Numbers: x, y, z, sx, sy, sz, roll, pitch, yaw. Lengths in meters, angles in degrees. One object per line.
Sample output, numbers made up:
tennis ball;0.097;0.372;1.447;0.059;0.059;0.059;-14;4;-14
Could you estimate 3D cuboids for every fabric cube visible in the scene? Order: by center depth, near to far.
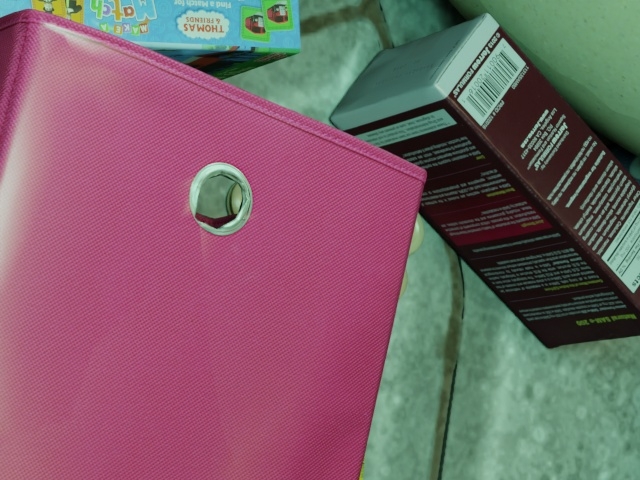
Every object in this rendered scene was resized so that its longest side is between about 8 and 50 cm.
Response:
fabric cube;-0.132;0.056;1.065;0.254;0.259;0.258;21;73;-28

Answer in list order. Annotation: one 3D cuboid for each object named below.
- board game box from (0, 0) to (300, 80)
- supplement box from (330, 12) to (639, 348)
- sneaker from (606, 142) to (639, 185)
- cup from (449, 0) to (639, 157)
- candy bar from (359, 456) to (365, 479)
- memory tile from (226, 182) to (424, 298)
board game box;-0.142;-0.116;1.140;0.211;0.160;0.039;0;85;-31
supplement box;0.134;-0.034;1.315;0.239;0.130;0.073;46;63;-19
sneaker;0.344;-0.037;1.433;0.319;0.131;0.112;-3;86;-23
cup;0.204;-0.226;1.304;0.237;0.331;0.331;18;72;-1
candy bar;0.012;0.151;1.281;0.040;0.018;0.162;14;76;-33
memory tile;0.000;0.000;1.297;0.148;0.012;0.113;30;69;-24
